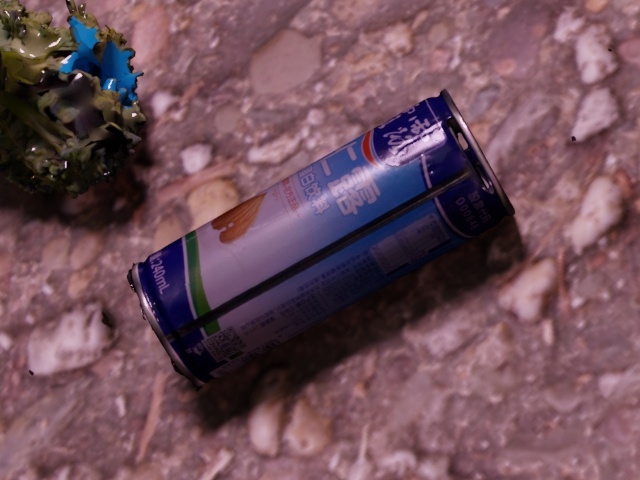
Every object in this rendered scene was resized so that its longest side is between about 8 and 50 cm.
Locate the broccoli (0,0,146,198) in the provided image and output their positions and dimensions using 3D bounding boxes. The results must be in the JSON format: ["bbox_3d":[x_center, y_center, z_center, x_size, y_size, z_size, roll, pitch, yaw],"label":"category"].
[{"bbox_3d":[-0.209,-0.109,1.100,0.155,0.160,0.167,-12,78,16],"label":"broccoli"}]

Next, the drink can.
[{"bbox_3d":[0.000,0.000,0.993,0.235,0.097,0.097,-30,56,6],"label":"drink can"}]
